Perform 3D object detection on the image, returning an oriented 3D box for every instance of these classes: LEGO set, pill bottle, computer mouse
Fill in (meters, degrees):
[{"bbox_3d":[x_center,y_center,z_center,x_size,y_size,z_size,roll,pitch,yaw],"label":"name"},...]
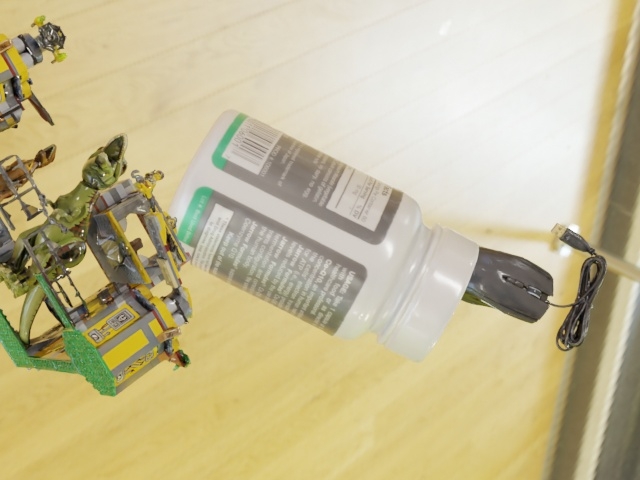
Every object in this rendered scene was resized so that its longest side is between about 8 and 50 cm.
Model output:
[{"bbox_3d":[-0.195,-0.047,0.857,0.192,0.255,0.331,-37,98,-31],"label":"LEGO set"},{"bbox_3d":[0.000,0.000,1.334,0.204,0.361,0.204,-63,180,0],"label":"pill bottle"},{"bbox_3d":[0.328,0.042,1.674,0.184,0.262,0.060,-63,178,-11],"label":"computer mouse"}]
